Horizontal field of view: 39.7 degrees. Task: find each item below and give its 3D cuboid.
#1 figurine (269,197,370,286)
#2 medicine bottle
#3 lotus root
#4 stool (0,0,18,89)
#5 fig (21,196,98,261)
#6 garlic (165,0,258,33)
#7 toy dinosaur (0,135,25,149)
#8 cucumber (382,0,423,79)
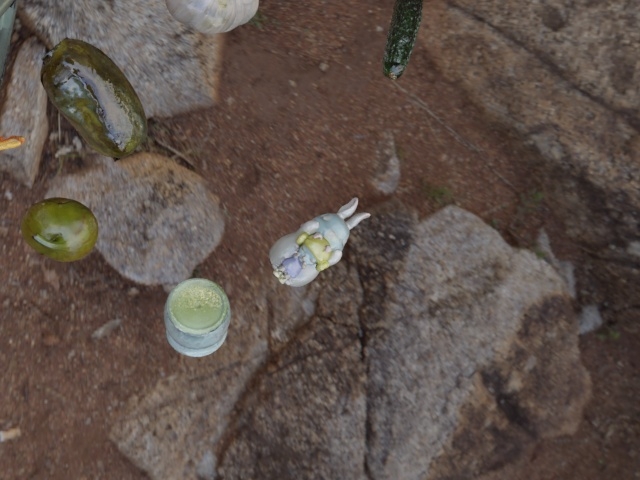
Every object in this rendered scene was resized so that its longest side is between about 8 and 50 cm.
[{"bbox_3d":[0.000,0.000,2.031,0.235,0.155,0.127,-38,84,15],"label":"figurine"},{"bbox_3d":[-0.275,0.172,1.977,0.147,0.143,0.147,4,64,-8],"label":"medicine bottle"},{"bbox_3d":[-0.476,-0.306,1.886,0.152,0.160,0.274,-54,124,-30],"label":"lotus root"},{"bbox_3d":[-0.508,-0.197,1.059,0.170,0.270,0.243,31,60,-10],"label":"stool"},{"bbox_3d":[-0.303,-0.006,1.038,0.082,0.098,0.084,-37,123,7],"label":"fig"},{"bbox_3d":[-0.229,-0.513,1.775,0.228,0.152,0.227,13,64,-27],"label":"garlic"},{"bbox_3d":[-0.694,-0.167,1.741,0.288,0.117,0.070,-15,118,18],"label":"toy dinosaur"},{"bbox_3d":[0.166,-0.415,1.824,0.068,0.293,0.067,8,139,7],"label":"cucumber"}]
